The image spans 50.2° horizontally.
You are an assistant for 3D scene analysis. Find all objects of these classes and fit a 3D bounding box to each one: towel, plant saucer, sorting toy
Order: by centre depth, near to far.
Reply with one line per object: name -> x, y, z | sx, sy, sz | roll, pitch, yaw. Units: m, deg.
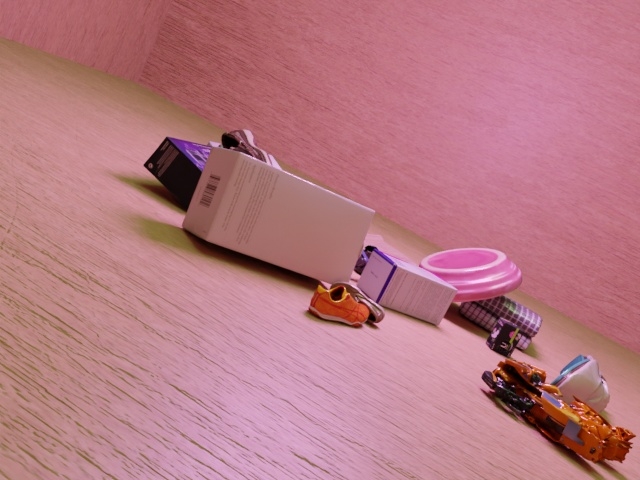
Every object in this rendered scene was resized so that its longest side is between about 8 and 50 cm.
plant saucer -> 0.427, 0.093, 2.033 | 0.331, 0.084, 0.332 | -8, 14, 2
towel -> 0.563, 0.218, 2.129 | 0.234, 0.121, 0.283 | 30, 10, 11
sorting toy -> 0.187, 0.041, 2.234 | 0.192, 0.038, 0.208 | 4, 27, -38

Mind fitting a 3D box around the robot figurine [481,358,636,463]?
robot figurine -> 0.463, 0.331, 1.363 | 0.211, 0.085, 0.291 | 19, 13, -45

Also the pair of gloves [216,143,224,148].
pair of gloves -> -0.276, -0.182, 1.910 | 0.159, 0.198, 0.023 | 39, -33, 8

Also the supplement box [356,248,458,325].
supplement box -> 0.221, 0.120, 1.741 | 0.219, 0.114, 0.111 | 20, 11, -29

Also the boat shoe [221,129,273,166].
boat shoe -> -0.209, -0.220, 1.861 | 0.095, 0.095, 0.257 | 1, 31, -28

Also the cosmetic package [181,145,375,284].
cosmetic package -> -0.084, -0.045, 1.484 | 0.365, 0.197, 0.155 | 23, -1, -34

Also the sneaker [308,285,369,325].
sneaker -> 0.049, 0.128, 1.364 | 0.064, 0.068, 0.175 | 32, 9, 36

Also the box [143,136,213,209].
box -> -0.293, -0.155, 1.724 | 0.184, 0.103, 0.261 | 46, 13, 9

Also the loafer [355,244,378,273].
loafer -> 0.151, 0.054, 1.999 | 0.080, 0.078, 0.220 | 27, 10, 0

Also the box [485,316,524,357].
box -> 0.493, 0.259, 1.828 | 0.062, 0.083, 0.052 | 26, 10, -7

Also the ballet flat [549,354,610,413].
ballet flat -> 0.637, 0.355, 1.643 | 0.139, 0.139, 0.400 | 31, 9, 23

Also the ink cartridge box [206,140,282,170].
ink cartridge box -> -0.197, -0.179, 2.055 | 0.275, 0.060, 0.239 | 5, 41, -51

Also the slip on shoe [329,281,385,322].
slip on shoe -> 0.075, 0.135, 1.469 | 0.135, 0.051, 0.041 | 36, 23, 14

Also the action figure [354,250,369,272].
action figure -> 0.000, 0.000, 1.822 | 0.341, 0.178, 0.330 | 53, 11, -15
